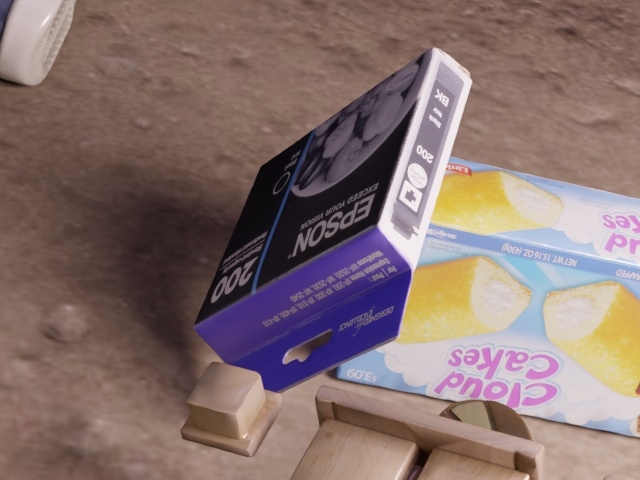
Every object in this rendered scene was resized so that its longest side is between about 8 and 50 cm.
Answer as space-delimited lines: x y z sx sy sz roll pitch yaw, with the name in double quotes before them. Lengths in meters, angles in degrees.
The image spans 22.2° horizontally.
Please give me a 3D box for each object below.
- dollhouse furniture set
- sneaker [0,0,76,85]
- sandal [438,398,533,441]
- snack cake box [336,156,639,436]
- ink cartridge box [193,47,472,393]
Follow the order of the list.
"dollhouse furniture set" 0.036 0.264 0.861 0.355 0.174 0.303 14 48 25
"sneaker" -0.255 -0.275 1.406 0.148 0.131 0.350 20 37 -2
"sandal" 0.090 0.202 0.986 0.090 0.060 0.219 4 56 -4
"snack cake box" 0.155 0.041 1.145 0.264 0.152 0.089 11 35 -6
"ink cartridge box" 0.000 0.000 1.059 0.045 0.206 0.208 34 52 -22
